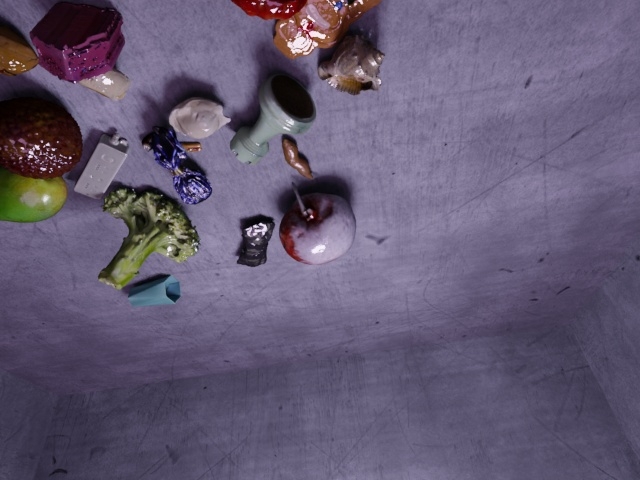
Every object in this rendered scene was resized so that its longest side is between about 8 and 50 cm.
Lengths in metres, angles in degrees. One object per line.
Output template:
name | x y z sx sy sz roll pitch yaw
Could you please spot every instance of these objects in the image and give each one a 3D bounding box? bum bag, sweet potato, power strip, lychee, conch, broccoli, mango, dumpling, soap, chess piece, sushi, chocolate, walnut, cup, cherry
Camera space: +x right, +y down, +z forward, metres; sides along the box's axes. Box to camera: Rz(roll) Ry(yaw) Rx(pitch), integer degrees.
bum bag | -0.302 0.024 1.847 0.144 0.095 0.340 -7 146 -23
sweet potato | -0.089 -0.296 1.500 0.065 0.051 0.218 -21 139 15
power strip | -0.787 -0.265 1.444 0.098 0.058 0.338 26 131 -33
lychee | -0.881 -0.312 1.234 0.261 0.260 0.260 -4 142 -3
conch | 0.095 -0.508 1.184 0.245 0.163 0.178 2 135 41
broccoli | -0.648 0.018 1.560 0.353 0.397 0.274 -2 144 -17
mango | -1.083 -0.159 1.427 0.382 0.201 0.225 -13 151 13
dumpling | -0.393 -0.398 1.281 0.199 0.118 0.136 -9 145 -4
soap | -0.611 -0.504 1.012 0.162 0.249 0.099 8 138 -14
chess piece | -0.173 -0.371 1.306 0.195 0.194 0.299 24 141 -32
sushi | -0.584 -0.347 1.392 0.083 0.044 0.046 -25 116 20
chocolate | -0.502 -0.266 1.394 0.126 0.148 0.343 -44 152 -15
walnut | -0.892 -0.517 1.064 0.245 0.137 0.137 13 138 -27
cup | -0.859 0.268 2.060 0.236 0.148 0.134 -11 168 12
cherry | 0.006 -0.050 1.661 0.335 0.291 0.326 7 133 -46

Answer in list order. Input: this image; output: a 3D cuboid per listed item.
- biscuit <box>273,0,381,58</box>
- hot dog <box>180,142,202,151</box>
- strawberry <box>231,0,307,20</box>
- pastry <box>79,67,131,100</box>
biscuit | 0.007 -0.633 1.093 0.334 0.047 0.202 -31 135 29
hot dog | -0.466 -0.331 1.431 0.083 0.021 0.037 -5 141 -3
strawberry | -0.110 -0.634 0.842 0.318 0.344 0.295 0 -174 -36
pastry | -0.631 -0.466 1.140 0.166 0.166 0.088 23 97 -31
